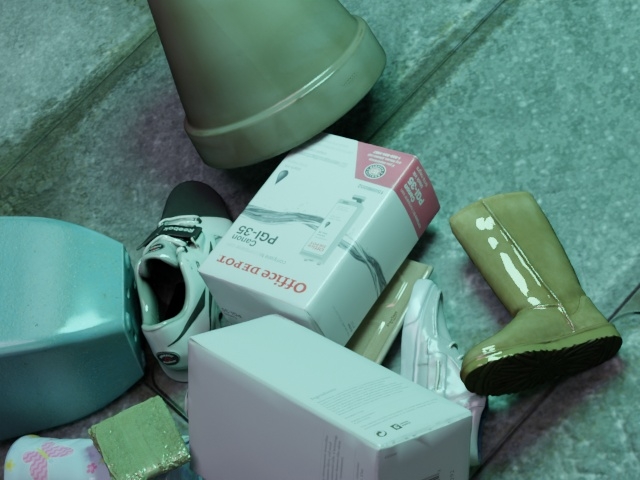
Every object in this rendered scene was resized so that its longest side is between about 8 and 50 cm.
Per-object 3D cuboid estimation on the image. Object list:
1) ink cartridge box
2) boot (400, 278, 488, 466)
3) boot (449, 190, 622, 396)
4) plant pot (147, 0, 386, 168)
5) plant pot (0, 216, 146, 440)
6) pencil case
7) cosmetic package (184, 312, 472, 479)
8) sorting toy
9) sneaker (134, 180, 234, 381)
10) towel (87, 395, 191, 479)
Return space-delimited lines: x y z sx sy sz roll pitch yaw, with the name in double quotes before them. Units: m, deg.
"ink cartridge box" 0.000 0.000 1.947 0.207 0.117 0.283 18 60 36
"boot" 0.169 0.173 1.835 0.123 0.095 0.258 1 67 16
"boot" 0.237 0.065 1.845 0.236 0.089 0.269 -9 49 -24
"plant pot" -0.107 -0.307 2.067 0.323 0.280 0.323 -26 26 14
"plant pot" -0.383 0.116 2.005 0.252 0.247 0.247 -7 55 1
"pencil case" -0.290 0.317 1.902 0.273 0.113 0.124 -3 38 19
"cosmetic package" -0.001 0.244 1.710 0.155 0.197 0.365 -14 27 -36
"sorting toy" 0.036 0.094 1.969 0.208 0.038 0.193 15 64 35
"sneaker" -0.201 0.026 2.043 0.122 0.146 0.330 -13 53 15
"towel" -0.233 0.263 1.826 0.110 0.027 0.148 -26 35 -13
